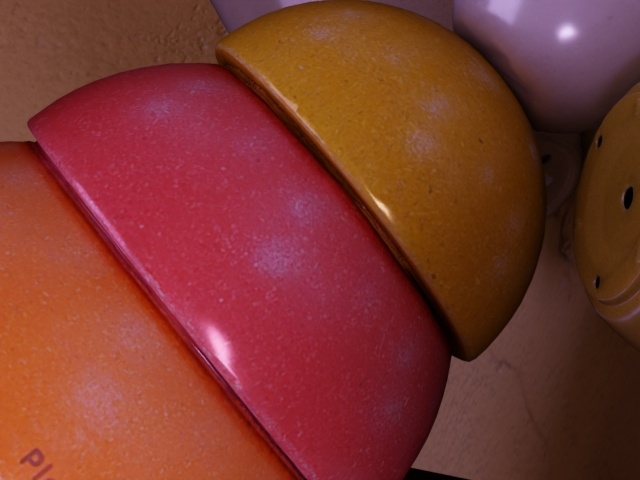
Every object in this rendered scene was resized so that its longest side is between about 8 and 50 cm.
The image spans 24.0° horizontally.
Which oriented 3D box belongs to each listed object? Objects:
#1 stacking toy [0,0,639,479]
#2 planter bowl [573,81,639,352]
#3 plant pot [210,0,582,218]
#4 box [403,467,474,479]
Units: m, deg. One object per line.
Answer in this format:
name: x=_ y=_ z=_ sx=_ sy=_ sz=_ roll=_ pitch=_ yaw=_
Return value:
stacking toy: x=0.000 y=0.000 z=0.777 sx=0.480 sy=0.350 sz=0.350 roll=-36 pitch=14 yaw=-5
planter bowl: x=0.176 y=-0.013 z=0.692 sx=0.217 sy=0.090 sz=0.217 roll=-170 pitch=90 yaw=-76
plant pot: x=0.062 y=-0.136 z=0.987 sx=0.256 sy=0.256 sz=0.274 roll=116 pitch=143 yaw=-49
box: x=0.100 y=0.238 z=0.684 sx=0.381 sy=0.143 sz=0.191 roll=-161 pitch=83 yaw=-78
